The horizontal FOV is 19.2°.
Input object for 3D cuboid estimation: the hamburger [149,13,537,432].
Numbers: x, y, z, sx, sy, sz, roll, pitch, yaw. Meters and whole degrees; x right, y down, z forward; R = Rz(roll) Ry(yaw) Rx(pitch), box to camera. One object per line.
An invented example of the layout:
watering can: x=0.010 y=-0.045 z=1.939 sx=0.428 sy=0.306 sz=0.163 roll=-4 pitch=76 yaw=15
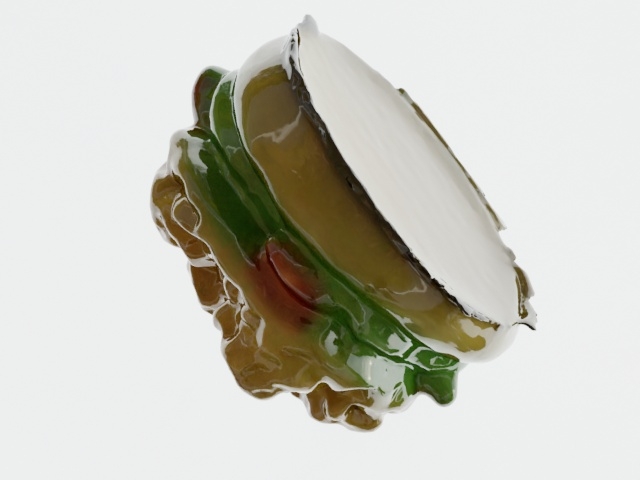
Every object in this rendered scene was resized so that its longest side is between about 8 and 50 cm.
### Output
hamburger: x=0.000 y=0.000 z=1.075 sx=0.149 sy=0.237 sz=0.237 roll=-38 pitch=-96 yaw=20
